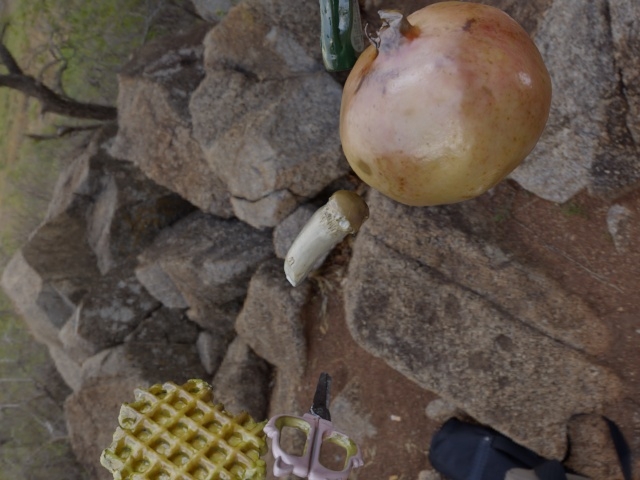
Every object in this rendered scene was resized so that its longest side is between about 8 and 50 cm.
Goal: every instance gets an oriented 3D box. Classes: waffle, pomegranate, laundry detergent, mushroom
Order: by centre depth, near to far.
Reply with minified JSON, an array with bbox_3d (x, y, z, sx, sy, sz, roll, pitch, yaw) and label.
[{"bbox_3d":[0.180,-0.224,0.993,0.338,0.338,0.339,-13,72,44],"label":"pomegranate"},{"bbox_3d":[0.000,0.000,1.014,0.071,0.084,0.209,44,129,4],"label":"mushroom"},{"bbox_3d":[0.028,-0.394,1.044,0.062,0.137,0.211,1,114,21],"label":"laundry detergent"},{"bbox_3d":[-0.220,0.330,1.050,0.291,0.291,0.051,44,141,42],"label":"waffle"}]

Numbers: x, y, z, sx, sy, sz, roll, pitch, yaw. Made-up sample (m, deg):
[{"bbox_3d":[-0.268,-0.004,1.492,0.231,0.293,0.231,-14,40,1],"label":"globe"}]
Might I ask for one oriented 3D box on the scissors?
[{"bbox_3d":[-0.003,0.292,1.012,0.317,0.160,0.024,-68,-3,-73],"label":"scissors"}]
